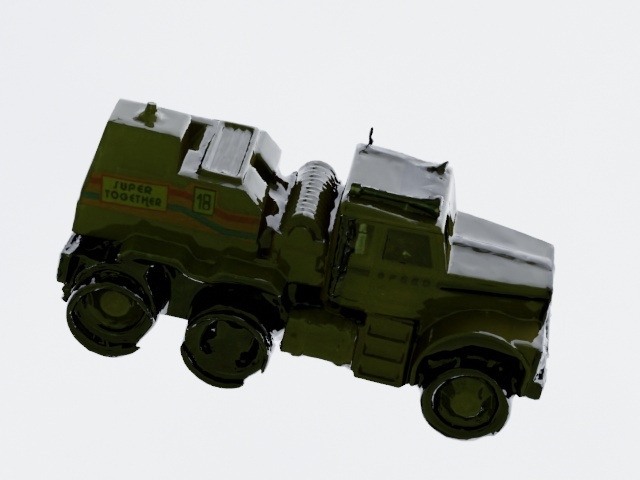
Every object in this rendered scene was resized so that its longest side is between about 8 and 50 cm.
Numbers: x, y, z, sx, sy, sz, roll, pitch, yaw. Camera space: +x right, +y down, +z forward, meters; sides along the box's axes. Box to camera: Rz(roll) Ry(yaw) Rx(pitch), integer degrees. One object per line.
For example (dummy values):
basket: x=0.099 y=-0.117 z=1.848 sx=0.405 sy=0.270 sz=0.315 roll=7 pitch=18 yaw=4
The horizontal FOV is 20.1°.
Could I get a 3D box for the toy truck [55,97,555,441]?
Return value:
toy truck: x=0.001 y=0.004 z=0.940 sx=0.257 sy=0.127 sz=0.127 roll=17 pitch=-60 yaw=-1
